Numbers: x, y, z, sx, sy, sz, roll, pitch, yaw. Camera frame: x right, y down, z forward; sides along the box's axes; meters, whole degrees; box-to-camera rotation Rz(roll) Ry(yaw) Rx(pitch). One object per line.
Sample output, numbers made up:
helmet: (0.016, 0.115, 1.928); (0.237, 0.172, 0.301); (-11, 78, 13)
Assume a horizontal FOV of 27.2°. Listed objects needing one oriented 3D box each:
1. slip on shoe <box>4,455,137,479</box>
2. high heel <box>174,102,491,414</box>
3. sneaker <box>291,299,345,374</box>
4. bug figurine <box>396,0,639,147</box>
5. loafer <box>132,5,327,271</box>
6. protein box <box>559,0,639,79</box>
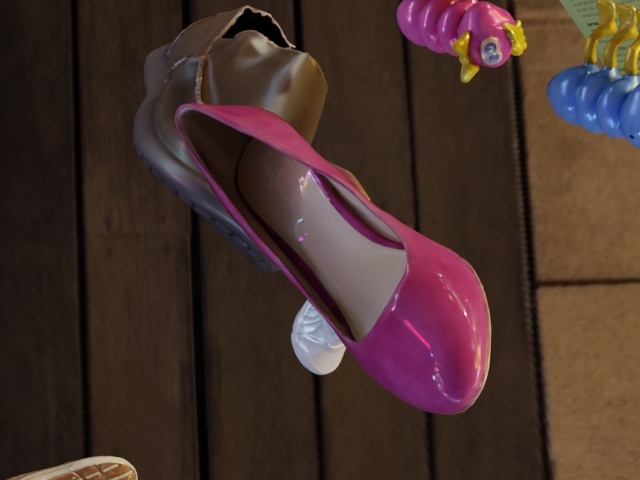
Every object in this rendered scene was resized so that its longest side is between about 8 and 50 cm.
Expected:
slip on shoe: (-0.239, 0.229, 1.230); (0.135, 0.041, 0.051); (-16, 112, -23)
high heel: (0.000, 0.000, 0.697); (0.117, 0.244, 0.082); (24, 113, -33)
sneaker: (0.016, 0.063, 1.109); (0.054, 0.152, 0.061); (-24, 51, -35)
bug figurine: (0.101, -0.159, 0.719); (0.072, 0.216, 0.279); (-41, 127, -20)
loafer: (-0.063, -0.108, 1.043); (0.130, 0.366, 0.134); (-42, 119, 11)
protein box: (0.259, -0.217, 0.925); (0.136, 0.200, 0.201); (-41, 104, -10)
